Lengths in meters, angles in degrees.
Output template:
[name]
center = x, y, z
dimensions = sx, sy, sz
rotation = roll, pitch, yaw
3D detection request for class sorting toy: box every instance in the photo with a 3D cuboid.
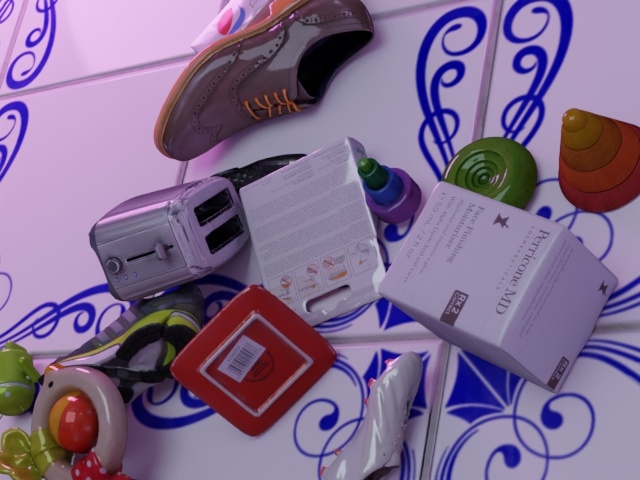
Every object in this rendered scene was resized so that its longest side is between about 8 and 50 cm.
[sorting toy]
center = 0.200, -0.096, 1.571
dimensions = 0.366, 0.126, 0.127
rotation = -8, 60, 29

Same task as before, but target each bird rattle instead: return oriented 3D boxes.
[bird rattle]
center = -0.318, 0.268, 1.710
dimensions = 0.254, 0.143, 0.206
rotation = 14, 97, 47

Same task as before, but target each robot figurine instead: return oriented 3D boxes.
[robot figurine]
center = -0.451, 0.205, 1.931
dimensions = 0.101, 0.067, 0.115
rotation = -26, 52, 20

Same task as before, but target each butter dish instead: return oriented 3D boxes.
[butter dish]
center = -0.090, 0.135, 1.668
dimensions = 0.160, 0.160, 0.118
rotation = -45, 23, 6

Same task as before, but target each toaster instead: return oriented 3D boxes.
[toaster]
center = -0.195, -0.008, 1.796
dimensions = 0.147, 0.227, 0.129
rotation = -15, 100, 25

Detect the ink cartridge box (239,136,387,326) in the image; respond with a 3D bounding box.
[ink cartridge box]
center = 0.000, 0.000, 1.740
dimensions = 0.181, 0.056, 0.224
rotation = -24, 71, 24

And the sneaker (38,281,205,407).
[sneaker]
center = -0.262, 0.152, 1.811
dimensions = 0.300, 0.111, 0.121
rotation = -24, 26, 30

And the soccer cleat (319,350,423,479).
[soccer cleat]
center = 0.075, 0.222, 1.530
dimensions = 0.076, 0.068, 0.196
rotation = 31, 92, 39

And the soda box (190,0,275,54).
[soda box]
center = -0.090, -0.338, 1.982
dimensions = 0.216, 0.069, 0.074
rotation = -48, 46, 4

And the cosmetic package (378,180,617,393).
[cosmetic package]
center = 0.198, 0.051, 1.475
dimensions = 0.184, 0.151, 0.151
rotation = 23, 80, 43

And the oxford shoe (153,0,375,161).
[oxford shoe]
center = -0.083, -0.224, 1.873
dimensions = 0.364, 0.130, 0.132
rotation = -41, 53, 10

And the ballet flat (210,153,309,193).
[ballet flat]
center = -0.082, -0.088, 1.850
dimensions = 0.173, 0.057, 0.049
rotation = -14, 93, 34
